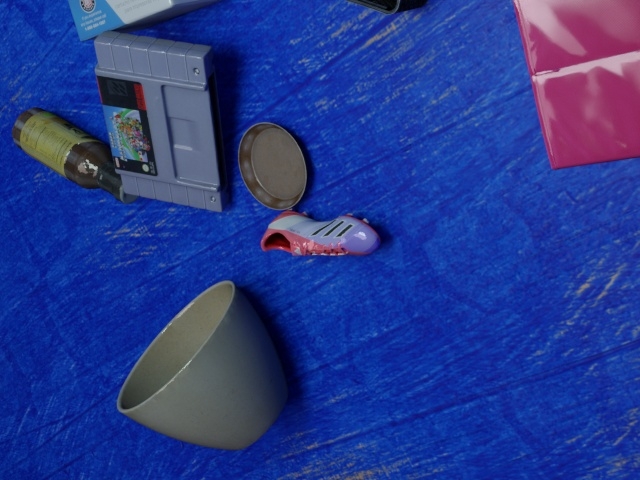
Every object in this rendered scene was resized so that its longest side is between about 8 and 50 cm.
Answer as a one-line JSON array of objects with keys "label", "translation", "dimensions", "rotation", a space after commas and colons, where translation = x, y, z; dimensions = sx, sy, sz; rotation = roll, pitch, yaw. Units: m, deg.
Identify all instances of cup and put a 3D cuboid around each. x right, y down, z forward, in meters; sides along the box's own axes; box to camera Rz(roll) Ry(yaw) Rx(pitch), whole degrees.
[{"label": "cup", "translation": [-0.202, 0.278, 2.025], "dimensions": [0.237, 0.331, 0.331], "rotation": [43, 136, -16]}]

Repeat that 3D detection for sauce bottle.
[{"label": "sauce bottle", "translation": [-0.523, -0.179, 2.219], "dimensions": [0.344, 0.111, 0.111], "rotation": [30, 125, 27]}]

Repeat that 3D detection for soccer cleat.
[{"label": "soccer cleat", "translation": [0.000, 0.000, 1.840], "dimensions": [0.248, 0.095, 0.083], "rotation": [11, 139, 41]}]

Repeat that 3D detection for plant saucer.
[{"label": "plant saucer", "translation": [-0.083, -0.141, 1.910], "dimensions": [0.168, 0.029, 0.168], "rotation": [17, 118, 36]}]

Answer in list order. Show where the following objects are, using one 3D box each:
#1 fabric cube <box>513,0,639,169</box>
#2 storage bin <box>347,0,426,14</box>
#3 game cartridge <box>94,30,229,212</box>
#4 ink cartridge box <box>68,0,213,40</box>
[{"label": "fabric cube", "translation": [0.428, -0.253, 1.270], "dimensions": [0.258, 0.254, 0.259], "rotation": [-7, 102, 42]}, {"label": "storage bin", "translation": [0.107, -0.453, 1.581], "dimensions": [0.122, 0.084, 0.180], "rotation": [27, 122, 31]}, {"label": "game cartridge", "translation": [-0.299, -0.218, 1.937], "dimensions": [0.230, 0.068, 0.355], "rotation": [8, 132, 13]}, {"label": "ink cartridge box", "translation": [-0.358, -0.596, 1.865], "dimensions": [0.285, 0.166, 0.395], "rotation": [-8, 102, 42]}]
